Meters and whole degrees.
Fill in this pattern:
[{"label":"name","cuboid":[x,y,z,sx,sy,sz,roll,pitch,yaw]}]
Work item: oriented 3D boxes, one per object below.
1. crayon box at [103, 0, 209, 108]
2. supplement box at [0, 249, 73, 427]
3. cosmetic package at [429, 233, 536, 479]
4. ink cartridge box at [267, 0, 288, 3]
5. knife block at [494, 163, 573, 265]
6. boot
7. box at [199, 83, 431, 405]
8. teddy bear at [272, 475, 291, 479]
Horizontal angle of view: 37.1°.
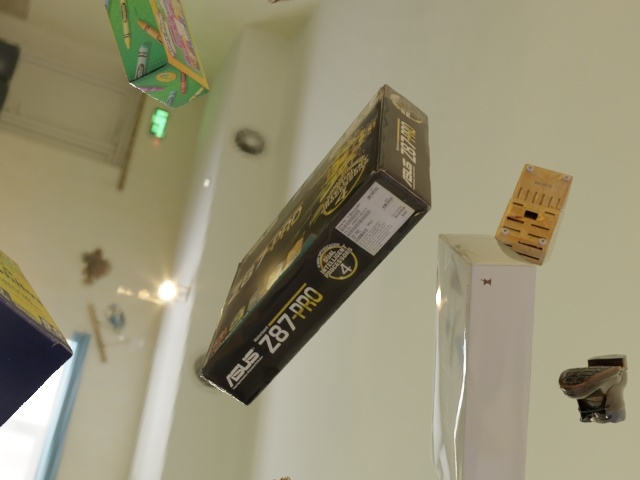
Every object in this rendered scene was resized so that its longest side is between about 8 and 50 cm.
[{"label":"crayon box","cuboid":[-0.296,-0.384,1.647,0.165,0.081,0.278,24,46,-71]},{"label":"supplement box","cuboid":[-0.576,0.120,1.535,0.195,0.194,0.356,-46,-142,-7]},{"label":"cosmetic package","cuboid":[0.229,0.194,1.394,0.284,0.098,0.377,-87,178,-81]},{"label":"ink cartridge box","cuboid":[-0.015,-0.392,1.050,0.088,0.193,0.234,-17,-84,40]},{"label":"knife block","cuboid":[0.372,-0.002,1.700,0.242,0.088,0.275,88,25,-48]},{"label":"boot","cuboid":[0.429,0.242,1.465,0.082,0.219,0.106,-8,-91,35]},{"label":"box","cuboid":[0.000,0.000,1.337,0.395,0.097,0.318,-49,-168,26]},{"label":"teddy bear","cuboid":[-0.111,0.473,1.254,0.113,0.338,0.245,-13,-83,62]}]
